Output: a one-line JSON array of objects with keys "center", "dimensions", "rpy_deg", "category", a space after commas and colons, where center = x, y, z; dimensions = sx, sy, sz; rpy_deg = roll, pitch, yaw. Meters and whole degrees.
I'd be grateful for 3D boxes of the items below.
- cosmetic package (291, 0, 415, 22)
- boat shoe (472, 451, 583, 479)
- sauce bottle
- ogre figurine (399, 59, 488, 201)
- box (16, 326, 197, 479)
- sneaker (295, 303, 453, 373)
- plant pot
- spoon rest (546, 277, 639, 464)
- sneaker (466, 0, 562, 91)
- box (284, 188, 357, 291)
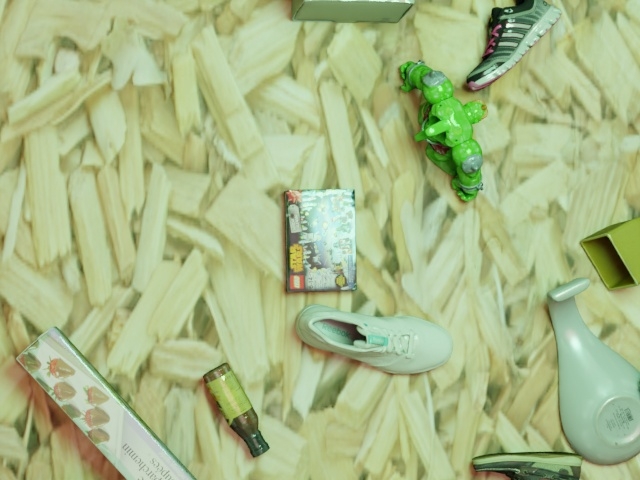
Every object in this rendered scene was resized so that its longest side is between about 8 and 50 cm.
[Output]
[{"center": [0.040, -0.442, 1.628], "dimensions": [0.153, 0.129, 0.296], "rpy_deg": [-2, 89, -8], "category": "cosmetic package"}, {"center": [0.278, 0.308, 1.668], "dimensions": [0.152, 0.056, 0.049], "rpy_deg": [1, 83, -7], "category": "boat shoe"}, {"center": [-0.108, 0.223, 1.633], "dimensions": [0.042, 0.042, 0.128], "rpy_deg": [-28, 90, -7], "category": "sauce bottle"}, {"center": [0.166, -0.148, 1.639], "dimensions": [0.097, 0.118, 0.197], "rpy_deg": [-6, 89, -7], "category": "ogre figurine"}, {"center": [-0.258, 0.247, 1.604], "dimensions": [0.063, 0.067, 0.324], "rpy_deg": [-42, 92, -6], "category": "box"}, {"center": [0.075, 0.131, 1.631], "dimensions": [0.212, 0.094, 0.080], "rpy_deg": [9, 86, -7], "category": "sneaker"}, {"center": [0.419, 0.010, 1.685], "dimensions": [0.083, 0.081, 0.081], "rpy_deg": [-31, 92, -17], "category": "plant pot"}, {"center": [0.370, 0.175, 1.682], "dimensions": [0.137, 0.084, 0.276], "rpy_deg": [-23, 104, -6], "category": "spoon rest"}, {"center": [0.245, -0.274, 1.681], "dimensions": [0.075, 0.063, 0.170], "rpy_deg": [45, 79, -4], "category": "sneaker"}, {"center": [0.000, 0.000, 1.660], "dimensions": [0.094, 0.027, 0.137], "rpy_deg": [-2, 89, -6], "category": "box"}]
